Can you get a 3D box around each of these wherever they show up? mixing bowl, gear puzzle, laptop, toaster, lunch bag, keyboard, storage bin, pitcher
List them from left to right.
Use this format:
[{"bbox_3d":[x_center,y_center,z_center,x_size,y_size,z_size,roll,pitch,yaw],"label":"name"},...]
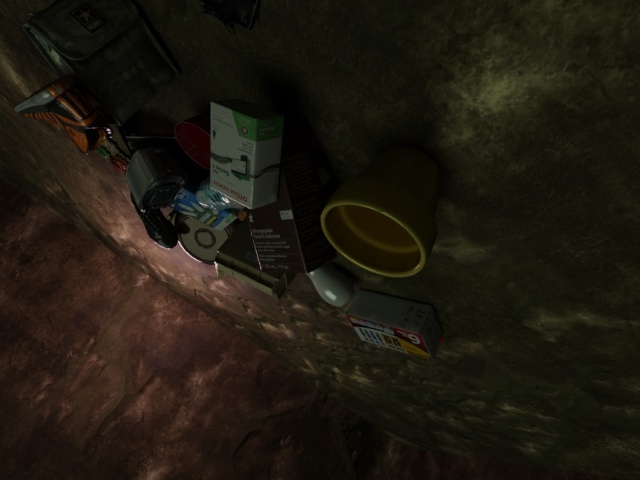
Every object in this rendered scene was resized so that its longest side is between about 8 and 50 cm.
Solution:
[{"bbox_3d":[-0.550,-0.481,1.080,0.168,0.235,0.287,15,148,39],"label":"lunch bag"},{"bbox_3d":[-0.887,-0.357,1.798,0.175,0.044,0.339,0,138,49],"label":"gear puzzle"},{"bbox_3d":[-0.546,-0.199,1.385,0.227,0.129,0.146,-42,73,41],"label":"toaster"},{"bbox_3d":[-0.573,-0.328,1.571,0.407,0.236,0.382,0,149,-1],"label":"laptop"},{"bbox_3d":[-0.333,-0.309,1.276,0.181,0.098,0.181,25,150,15],"label":"mixing bowl"},{"bbox_3d":[-0.217,-0.524,0.910,0.192,0.038,0.100,33,128,1],"label":"keyboard"},{"bbox_3d":[-0.208,0.056,1.556,0.262,0.260,0.123,24,146,16],"label":"storage bin"},{"bbox_3d":[0.027,0.158,1.645,0.207,0.125,0.178,43,172,3],"label":"pitcher"}]

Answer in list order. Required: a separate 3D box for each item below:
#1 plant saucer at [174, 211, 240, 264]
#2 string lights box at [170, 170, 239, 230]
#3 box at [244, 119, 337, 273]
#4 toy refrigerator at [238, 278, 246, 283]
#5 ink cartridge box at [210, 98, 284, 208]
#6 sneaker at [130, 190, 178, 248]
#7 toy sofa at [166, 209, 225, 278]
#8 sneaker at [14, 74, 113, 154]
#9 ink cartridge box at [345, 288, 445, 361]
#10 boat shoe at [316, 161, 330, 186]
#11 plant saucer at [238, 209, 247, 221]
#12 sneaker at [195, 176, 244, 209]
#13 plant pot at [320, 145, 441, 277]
[{"bbox_3d":[-0.471,-0.018,1.760,0.310,0.050,0.311,5,119,9],"label":"plant saucer"},{"bbox_3d":[-0.441,-0.143,1.559,0.259,0.077,0.133,28,138,-31],"label":"string lights box"},{"bbox_3d":[-0.100,-0.110,1.143,0.191,0.143,0.382,-2,106,42],"label":"box"},{"bbox_3d":[-0.314,0.101,1.892,0.094,0.102,0.269,37,152,-9],"label":"toy refrigerator"},{"bbox_3d":[-0.179,-0.205,1.010,0.160,0.092,0.220,27,124,30],"label":"ink cartridge box"},{"bbox_3d":[-0.667,-0.089,1.677,0.286,0.109,0.130,57,168,-8],"label":"sneaker"},{"bbox_3d":[-0.525,-0.012,1.912,0.362,0.177,0.150,38,126,-10],"label":"toy sofa"},{"bbox_3d":[-0.663,-0.308,1.104,0.321,0.125,0.180,14,146,46],"label":"sneaker"},{"bbox_3d":[0.294,0.339,1.632,0.309,0.130,0.272,9,145,36],"label":"ink cartridge box"},{"bbox_3d":[-0.083,-0.150,1.276,0.098,0.096,0.277,42,150,-17],"label":"boat shoe"},{"bbox_3d":[-0.304,-0.096,1.667,0.083,0.013,0.083,24,151,14],"label":"plant saucer"},{"bbox_3d":[-0.307,-0.139,1.299,0.135,0.150,0.366,64,174,-9],"label":"sneaker"},{"bbox_3d":[0.164,-0.082,0.989,0.254,0.239,0.254,24,150,15],"label":"plant pot"}]
